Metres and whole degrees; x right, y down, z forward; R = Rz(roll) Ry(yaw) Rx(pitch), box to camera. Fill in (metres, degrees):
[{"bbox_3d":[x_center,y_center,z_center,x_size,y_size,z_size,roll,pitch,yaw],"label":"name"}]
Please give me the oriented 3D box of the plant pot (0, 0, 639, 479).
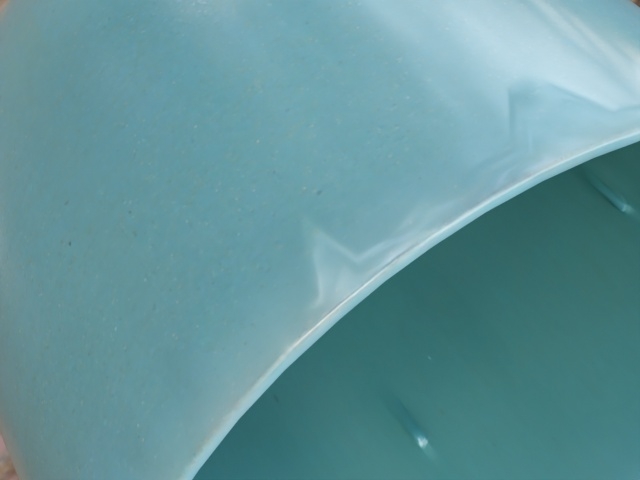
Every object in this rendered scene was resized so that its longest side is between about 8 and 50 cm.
[{"bbox_3d":[0.000,0.000,0.585,0.293,0.293,0.235,-3,43,-42],"label":"plant pot"}]
